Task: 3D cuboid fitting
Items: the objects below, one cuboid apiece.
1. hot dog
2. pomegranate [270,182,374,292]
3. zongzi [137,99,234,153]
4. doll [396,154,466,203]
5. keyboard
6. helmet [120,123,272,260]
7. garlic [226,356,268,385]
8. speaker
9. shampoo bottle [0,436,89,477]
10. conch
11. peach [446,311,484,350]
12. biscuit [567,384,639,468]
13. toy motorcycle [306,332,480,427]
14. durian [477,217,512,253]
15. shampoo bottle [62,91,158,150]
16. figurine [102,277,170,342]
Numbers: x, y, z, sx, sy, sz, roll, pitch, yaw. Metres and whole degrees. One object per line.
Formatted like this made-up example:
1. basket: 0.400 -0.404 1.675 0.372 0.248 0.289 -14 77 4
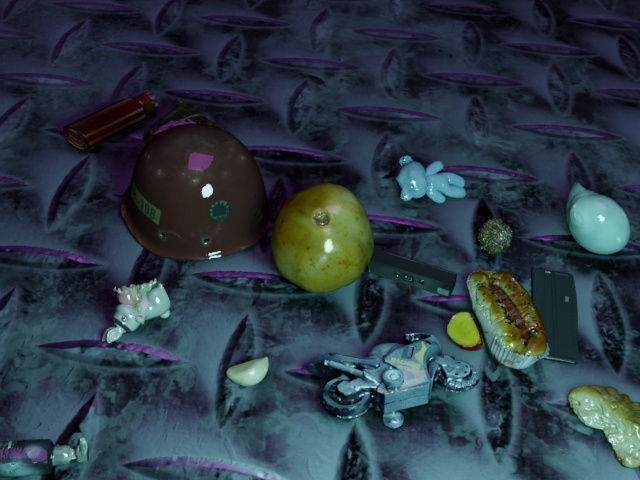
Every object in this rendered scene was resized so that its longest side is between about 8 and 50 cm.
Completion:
1. hot dog: 0.382 0.153 1.757 0.144 0.075 0.268 4 35 -17
2. pomegranate: 0.001 -0.002 1.808 0.233 0.233 0.233 2 40 -2
3. zongzi: -0.347 -0.261 2.218 0.184 0.084 0.187 31 53 15
4. doll: 0.268 -0.140 2.125 0.180 0.075 0.120 10 67 -24
5. keyboard: 0.503 0.117 1.860 0.103 0.041 0.381 10 46 6
6. helmet: -0.290 -0.152 1.970 0.338 0.230 0.385 -23 48 -28
7. garlic: -0.137 0.250 1.641 0.083 0.041 0.053 -12 37 -7
8. speaker: 0.200 0.071 1.881 0.191 0.040 0.046 18 44 16
9. shampoo bottle: -0.498 0.365 1.455 0.208 0.063 0.057 -3 51 -8
10. conch: 0.624 -0.053 1.969 0.121 0.185 0.221 -23 -3 11
11. peach: 0.301 0.188 1.738 0.083 0.050 0.077 21 64 33
12. biscuit: 0.551 0.325 1.588 0.118 0.061 0.183 -19 44 -27
13. toy motorcycle: 0.137 0.251 1.617 0.307 0.108 0.173 -8 32 -12
14. durian: 0.396 -0.009 1.966 0.091 0.080 0.080 -32 50 -22
15. shampoo bottle: -0.546 -0.320 2.277 0.102 0.064 0.260 27 44 30
16. figurine: -0.384 0.135 1.727 0.146 0.081 0.098 -25 84 -29
